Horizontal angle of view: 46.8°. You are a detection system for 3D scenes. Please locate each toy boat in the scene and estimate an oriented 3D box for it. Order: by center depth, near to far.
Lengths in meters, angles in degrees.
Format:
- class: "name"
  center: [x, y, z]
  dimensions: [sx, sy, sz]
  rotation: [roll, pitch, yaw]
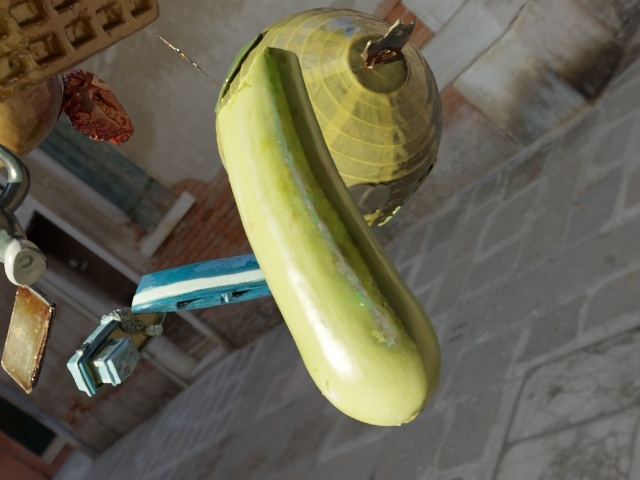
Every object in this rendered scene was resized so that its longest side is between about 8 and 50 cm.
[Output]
- class: "toy boat"
  center: [-0.149, 0.063, 1.165]
  dimensions: [0.299, 0.062, 0.096]
  rotation: [-10, -11, -10]
- class: "toy boat"
  center: [-0.367, 0.192, 1.401]
  dimensions: [0.098, 0.109, 0.238]
  rotation: [-6, 25, 25]

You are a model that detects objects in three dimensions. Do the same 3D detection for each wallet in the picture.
- class: "wallet"
  center: [-0.636, 0.210, 1.616]
  dimensions: [0.031, 0.122, 0.232]
  rotation: [-13, -49, -57]

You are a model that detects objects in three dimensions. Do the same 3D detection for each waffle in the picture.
- class: "waffle"
  center: [-0.350, -0.319, 0.907]
  dimensions: [0.098, 0.224, 0.328]
  rotation: [1, 33, 28]

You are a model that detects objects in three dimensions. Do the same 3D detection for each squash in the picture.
- class: "squash"
  center: [0.000, 0.000, 0.473]
  dimensions: [0.083, 0.250, 0.083]
  rotation: [-24, -12, -5]

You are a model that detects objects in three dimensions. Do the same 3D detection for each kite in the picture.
- class: "kite"
  center: [-0.260, -0.367, 1.565]
  dimensions: [0.006, 0.244, 0.198]
  rotation: [-51, -17, 5]

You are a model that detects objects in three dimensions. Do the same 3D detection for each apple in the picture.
- class: "apple"
  center: [-0.488, -0.232, 1.051]
  dimensions: [0.257, 0.234, 0.257]
  rotation: [-35, 34, 29]

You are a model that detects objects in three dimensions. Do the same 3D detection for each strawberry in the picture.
- class: "strawberry"
  center: [-0.363, -0.216, 1.199]
  dimensions: [0.048, 0.152, 0.104]
  rotation: [-20, 50, 41]

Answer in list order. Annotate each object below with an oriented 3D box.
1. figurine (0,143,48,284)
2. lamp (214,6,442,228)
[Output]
- class: "figurine"
  center: [-0.376, -0.064, 0.718]
  dimensions: [0.140, 0.265, 0.193]
  rotation: [-63, -16, -14]
- class: "lamp"
  center: [0.023, -0.134, 0.774]
  dimensions: [0.250, 0.250, 0.284]
  rotation: [-58, 9, -32]
